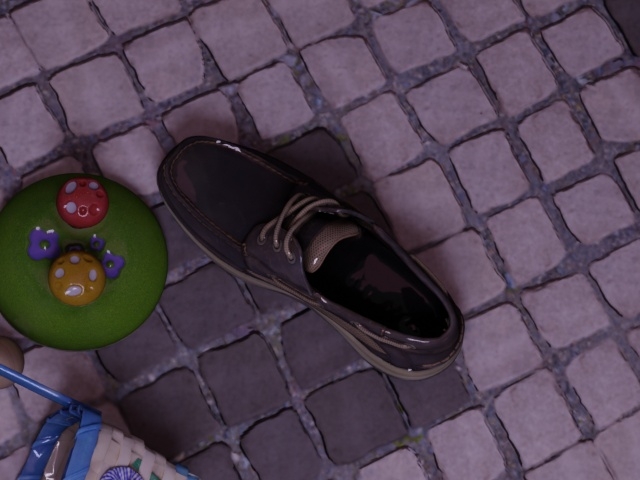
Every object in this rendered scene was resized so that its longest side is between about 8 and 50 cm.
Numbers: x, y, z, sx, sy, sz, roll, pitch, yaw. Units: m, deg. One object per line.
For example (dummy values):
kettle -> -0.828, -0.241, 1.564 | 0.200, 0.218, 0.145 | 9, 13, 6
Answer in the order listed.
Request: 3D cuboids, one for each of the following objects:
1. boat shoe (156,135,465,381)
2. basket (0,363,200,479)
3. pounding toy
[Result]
boat shoe -> 0.000, 0.000, 1.962 | 0.355, 0.130, 0.132 | 33, 72, 2
basket -> -0.270, 0.250, 1.811 | 0.289, 0.201, 0.254 | 20, 73, -13
pounding toy -> -0.260, 0.021, 1.928 | 0.237, 0.110, 0.183 | -28, 80, -16
